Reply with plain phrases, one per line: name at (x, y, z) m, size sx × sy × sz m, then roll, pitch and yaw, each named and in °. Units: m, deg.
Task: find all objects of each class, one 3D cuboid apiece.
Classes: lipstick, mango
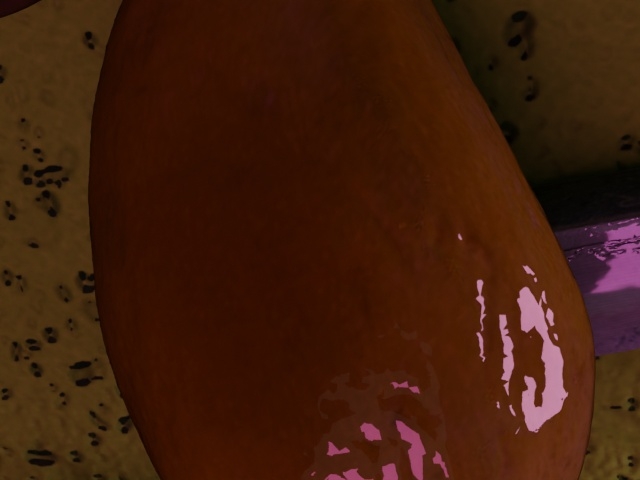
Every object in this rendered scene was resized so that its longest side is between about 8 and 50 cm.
lipstick at (0.102, 0.016, 0.708) m, size 0.290 × 0.077 × 0.076 m, roll -12°, pitch 109°, yaw 17°
mango at (-0.006, 0.006, 0.629) m, size 0.195 × 0.142 × 0.331 m, roll -28°, pitch 74°, yaw 11°

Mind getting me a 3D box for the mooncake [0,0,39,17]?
mooncake at (-0.152, -0.209, 0.610) m, size 0.235 × 0.117 × 0.235 m, roll 8°, pitch 129°, yaw 10°
